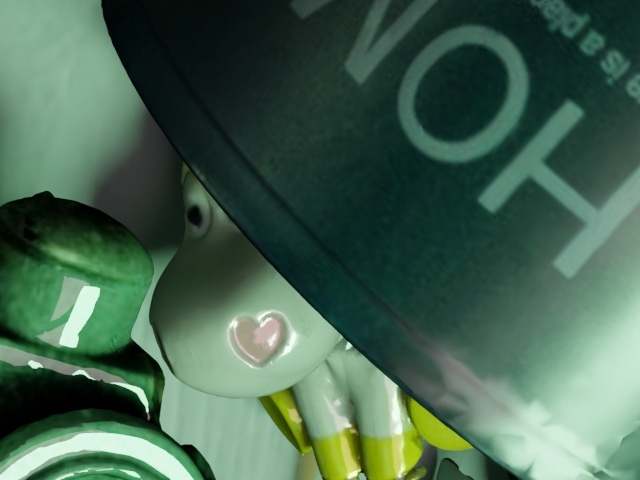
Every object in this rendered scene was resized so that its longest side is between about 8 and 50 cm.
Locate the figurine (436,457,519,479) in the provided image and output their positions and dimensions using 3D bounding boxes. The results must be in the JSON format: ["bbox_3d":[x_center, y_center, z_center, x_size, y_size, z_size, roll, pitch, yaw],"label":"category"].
[{"bbox_3d":[0.088,0.113,0.683,0.082,0.086,0.094,-25,80,-30],"label":"figurine"}]

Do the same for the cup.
[{"bbox_3d":[0.111,-0.121,0.465,0.292,0.308,0.242,-47,142,18],"label":"cup"}]

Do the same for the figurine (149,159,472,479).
[{"bbox_3d":[-0.004,0.005,0.586,0.178,0.109,0.130,37,64,-36],"label":"figurine"}]

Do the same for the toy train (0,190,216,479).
[{"bbox_3d":[-0.185,0.142,0.528,0.237,0.150,0.369,17,103,-24],"label":"toy train"}]
